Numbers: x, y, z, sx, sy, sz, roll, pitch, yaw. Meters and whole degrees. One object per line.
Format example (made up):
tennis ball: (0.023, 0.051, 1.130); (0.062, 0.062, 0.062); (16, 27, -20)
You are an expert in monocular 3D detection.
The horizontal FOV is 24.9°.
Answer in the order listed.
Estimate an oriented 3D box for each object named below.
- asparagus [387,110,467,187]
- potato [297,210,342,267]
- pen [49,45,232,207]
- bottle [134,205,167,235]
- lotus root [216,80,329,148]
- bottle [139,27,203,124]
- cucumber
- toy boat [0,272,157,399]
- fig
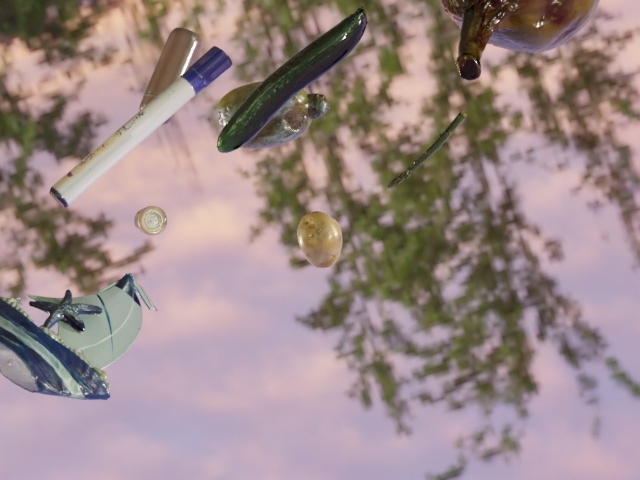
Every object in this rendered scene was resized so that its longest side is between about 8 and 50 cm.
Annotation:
asparagus: (0.144, -0.118, 1.953); (0.016, 0.016, 0.163); (-21, 160, -52)
potato: (0.000, 0.000, 2.084); (0.062, 0.083, 0.068); (-41, -134, -21)
pen: (-0.207, -0.133, 1.679); (0.269, 0.033, 0.033); (-43, -157, -18)
bottle: (-0.262, -0.030, 2.227); (0.045, 0.045, 0.096); (-22, -175, -11)
lotus root: (-0.079, -0.216, 2.452); (0.192, 0.113, 0.088); (-10, -167, 9)
bottle: (-0.217, -0.239, 2.103); (0.053, 0.053, 0.140); (2, -114, 52)
cucumber: (-0.028, -0.143, 1.299); (0.184, 0.033, 0.036); (-40, 148, 13)
toy boat: (-0.357, 0.115, 2.032); (0.210, 0.070, 0.292); (24, -144, -1)
fig: (0.218, -0.278, 1.591); (0.190, 0.191, 0.290); (-15, -165, 13)
